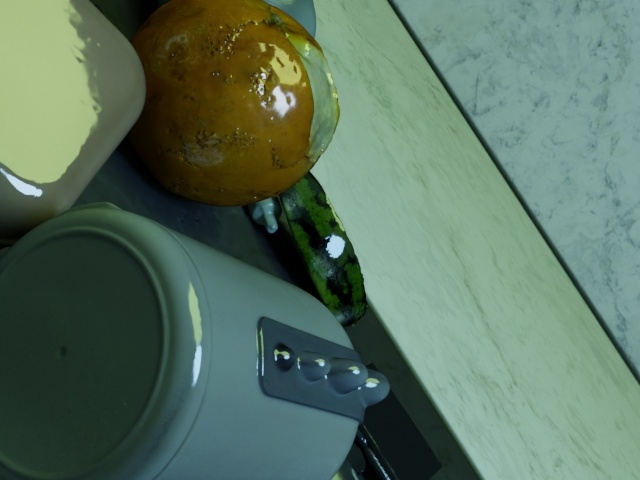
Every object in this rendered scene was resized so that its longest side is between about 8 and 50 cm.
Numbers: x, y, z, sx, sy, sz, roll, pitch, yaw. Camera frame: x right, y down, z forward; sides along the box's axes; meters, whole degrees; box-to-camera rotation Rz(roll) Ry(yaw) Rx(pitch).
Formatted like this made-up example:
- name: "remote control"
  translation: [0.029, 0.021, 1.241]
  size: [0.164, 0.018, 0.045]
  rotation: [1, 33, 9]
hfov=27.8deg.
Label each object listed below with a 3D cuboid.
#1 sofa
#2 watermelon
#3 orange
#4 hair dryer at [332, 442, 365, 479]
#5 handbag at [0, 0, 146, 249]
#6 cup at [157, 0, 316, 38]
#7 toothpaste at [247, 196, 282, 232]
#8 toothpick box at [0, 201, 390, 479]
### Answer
- name: "sofa"
  translation: [0.058, 0.219, 1.438]
  size: [0.147, 0.060, 0.085]
  rotation: [56, 36, 3]
- name: "watermelon"
  translation: [-0.005, 0.003, 1.588]
  size: [0.245, 0.063, 0.119]
  rotation: [64, -8, -8]
- name: "orange"
  translation: [-0.100, -0.154, 1.399]
  size: [0.240, 0.240, 0.240]
  rotation: [47, 20, -24]
- name: "hair dryer"
  translation: [0.031, 0.260, 1.262]
  size: [0.236, 0.091, 0.271]
  rotation: [65, 15, -2]
- name: "handbag"
  translation: [-0.297, -0.114, 0.924]
  size: [0.302, 0.149, 0.283]
  rotation: [45, 48, -29]
- name: "cup"
  translation: [-0.117, -0.336, 1.699]
  size: [0.205, 0.205, 0.312]
  rotation: [41, 25, -37]
- name: "toothpaste"
  translation: [-0.089, -0.094, 1.617]
  size: [0.060, 0.038, 0.233]
  rotation: [41, 21, -46]
- name: "toothpick box"
  translation: [-0.086, 0.108, 0.984]
  size: [0.316, 0.229, 0.229]
  rotation: [25, 35, -57]
